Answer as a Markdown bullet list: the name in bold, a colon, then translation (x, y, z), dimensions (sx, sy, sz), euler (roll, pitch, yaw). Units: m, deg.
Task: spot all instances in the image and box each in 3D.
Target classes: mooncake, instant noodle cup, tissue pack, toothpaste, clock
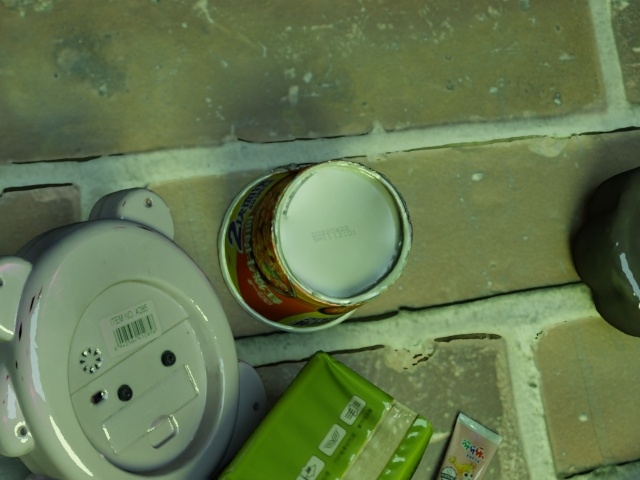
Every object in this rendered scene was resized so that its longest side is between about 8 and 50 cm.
- **mooncake**: translation (0.459, 0.018, 1.318), dimensions (0.245, 0.133, 0.245), euler (3, 81, -18)
- **instant noodle cup**: translation (0.000, 0.000, 1.147), dimensions (0.213, 0.174, 0.213), euler (3, 82, -18)
- **tissue pack**: translation (-0.025, 0.291, 1.046), dimensions (0.167, 0.200, 0.275), euler (31, 63, 11)
- **toothpaste**: translation (0.165, 0.317, 1.227), dimensions (0.067, 0.043, 0.194), euler (31, 68, -8)
- **clock**: translation (-0.211, 0.129, 1.014), dimensions (0.295, 0.113, 0.322), euler (-34, 109, -42)
